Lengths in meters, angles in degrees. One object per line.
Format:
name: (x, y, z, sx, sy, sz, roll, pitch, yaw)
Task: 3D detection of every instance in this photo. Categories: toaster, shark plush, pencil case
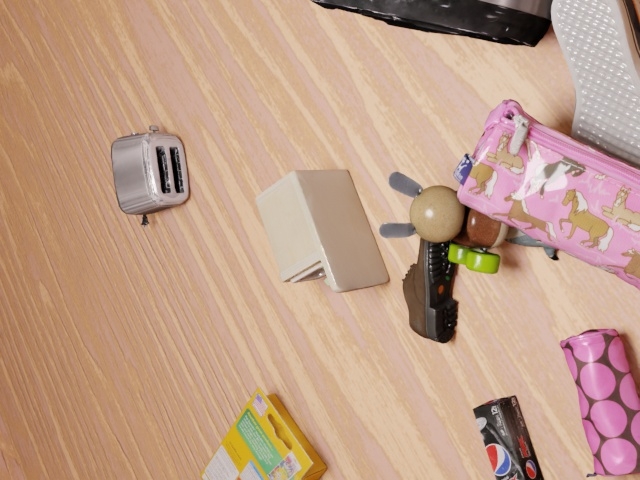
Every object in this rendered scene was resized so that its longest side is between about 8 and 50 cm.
toaster: (-0.399, -0.152, 1.759, 0.146, 0.129, 0.227, -9, 87, 41)
shark plush: (0.359, -0.001, 1.142, 0.161, 0.073, 0.067, 18, 128, 19)
pencil case: (0.408, 0.232, 1.079, 0.095, 0.098, 0.210, -11, 84, -1)
pencil case: (0.373, -0.041, 0.975, 0.386, 0.167, 0.160, 30, 105, 18)

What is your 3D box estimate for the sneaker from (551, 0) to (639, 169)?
sneaker: (0.406, -0.212, 1.020, 0.126, 0.127, 0.321, 1, 120, 38)

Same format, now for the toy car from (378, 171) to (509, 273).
toy car: (0.185, -0.042, 1.163, 0.149, 0.188, 0.155, -146, 63, -76)

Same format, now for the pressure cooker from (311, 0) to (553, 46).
pressure cooker: (0.181, -0.503, 1.029, 0.369, 0.375, 0.421, 15, 106, 7)

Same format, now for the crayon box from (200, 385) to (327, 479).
crayon box: (-0.117, 0.478, 1.591, 0.203, 0.083, 0.323, 50, 125, 28)

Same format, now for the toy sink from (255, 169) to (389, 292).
toy sink: (0.000, 0.000, 1.387, 0.131, 0.152, 0.234, -31, 74, 40)

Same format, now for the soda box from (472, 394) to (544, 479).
soda box: (0.305, 0.340, 1.199, 0.053, 0.060, 0.169, -26, 77, 40)

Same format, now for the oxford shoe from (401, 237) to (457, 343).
oxford shoe: (0.177, 0.057, 1.277, 0.096, 0.082, 0.228, 10, 100, 46)
